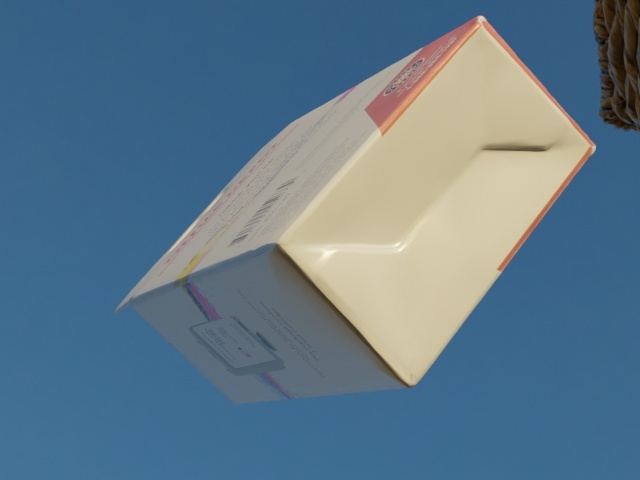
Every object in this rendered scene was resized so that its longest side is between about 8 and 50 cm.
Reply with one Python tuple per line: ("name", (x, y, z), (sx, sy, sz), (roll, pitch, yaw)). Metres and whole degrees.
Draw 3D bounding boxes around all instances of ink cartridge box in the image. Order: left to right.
("ink cartridge box", (0.000, 0.000, 0.477), (0.067, 0.115, 0.198), (46, -24, -12))

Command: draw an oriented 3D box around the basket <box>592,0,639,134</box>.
("basket", (0.289, -0.197, 0.679), (0.213, 0.223, 0.299), (-11, -73, -11))
